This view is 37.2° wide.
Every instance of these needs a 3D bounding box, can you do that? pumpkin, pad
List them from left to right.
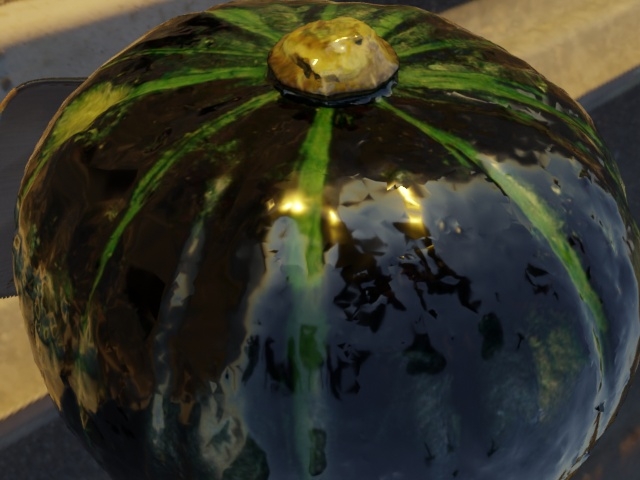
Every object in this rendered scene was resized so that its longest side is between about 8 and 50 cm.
[{"bbox_3d":[-0.239,-0.057,1.031,0.286,0.018,0.284,-12,139,-46],"label":"pad"},{"bbox_3d":[0.000,0.000,0.461,0.315,0.315,0.238,-31,137,-35],"label":"pumpkin"}]
